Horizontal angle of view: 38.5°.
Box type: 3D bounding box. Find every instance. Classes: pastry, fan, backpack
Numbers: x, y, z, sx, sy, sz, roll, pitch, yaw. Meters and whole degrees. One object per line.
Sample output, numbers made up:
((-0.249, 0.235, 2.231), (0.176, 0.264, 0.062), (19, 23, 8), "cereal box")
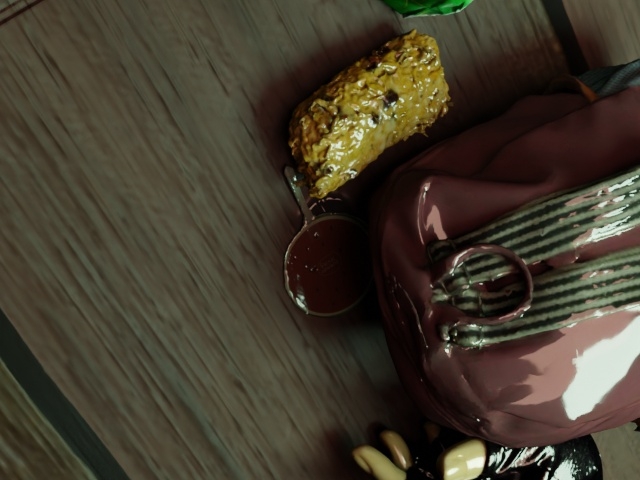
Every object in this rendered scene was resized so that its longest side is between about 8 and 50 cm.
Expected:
((0.034, -0.095, 0.673), (0.140, 0.056, 0.080), (-33, 120, -26), "pastry")
((0.000, 0.000, 0.704), (0.085, 0.005, 0.133), (-33, 115, -15), "fan")
((0.189, 0.014, 0.684), (0.317, 0.197, 0.284), (-12, 80, -26), "backpack")

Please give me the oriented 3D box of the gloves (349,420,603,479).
((0.120, 0.193, 0.736), (0.203, 0.164, 0.124), (-15, 65, -15), "gloves")

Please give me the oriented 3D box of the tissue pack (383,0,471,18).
((0.049, -0.264, 0.585), (0.209, 0.156, 0.148), (31, 85, -27), "tissue pack")
